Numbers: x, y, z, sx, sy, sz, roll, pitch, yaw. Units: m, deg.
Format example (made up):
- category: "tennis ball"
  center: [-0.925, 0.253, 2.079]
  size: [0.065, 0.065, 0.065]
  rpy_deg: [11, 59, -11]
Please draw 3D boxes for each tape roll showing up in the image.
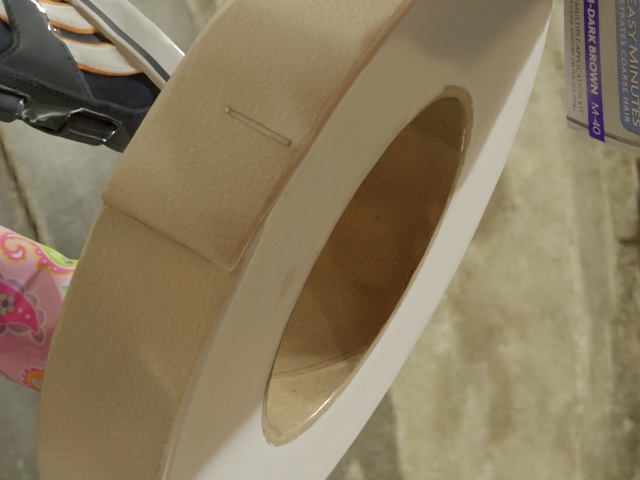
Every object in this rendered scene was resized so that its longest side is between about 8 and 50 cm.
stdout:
- category: "tape roll"
  center: [0.000, 0.000, 0.728]
  size: [0.392, 0.072, 0.392]
  rpy_deg: [-52, 161, -26]

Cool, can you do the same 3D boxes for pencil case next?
- category: "pencil case"
  center: [-0.302, 0.036, 1.200]
  size: [0.124, 0.284, 0.124]
  rpy_deg: [21, 90, -83]

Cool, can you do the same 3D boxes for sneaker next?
- category: "sneaker"
  center: [-0.185, -0.120, 0.837]
  size: [0.127, 0.126, 0.321]
  rpy_deg: [-54, 128, -11]

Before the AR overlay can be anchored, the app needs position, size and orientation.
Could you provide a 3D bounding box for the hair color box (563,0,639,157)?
- category: "hair color box"
  center: [0.247, -0.107, 0.652]
  size: [0.110, 0.339, 0.185]
  rpy_deg: [-17, 115, -23]
